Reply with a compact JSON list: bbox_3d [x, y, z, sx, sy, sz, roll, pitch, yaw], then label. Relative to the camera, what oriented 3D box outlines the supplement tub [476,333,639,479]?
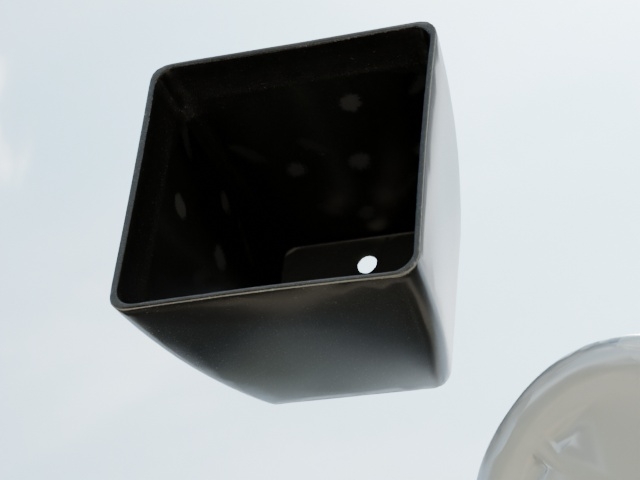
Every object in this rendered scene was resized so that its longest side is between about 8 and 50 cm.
[{"bbox_3d":[0.256,0.168,1.143,0.338,0.207,0.207,11,-52,-51],"label":"supplement tub"}]

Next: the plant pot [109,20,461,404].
[{"bbox_3d":[0.000,0.000,1.221,0.187,0.188,0.167,-7,-37,18],"label":"plant pot"}]
